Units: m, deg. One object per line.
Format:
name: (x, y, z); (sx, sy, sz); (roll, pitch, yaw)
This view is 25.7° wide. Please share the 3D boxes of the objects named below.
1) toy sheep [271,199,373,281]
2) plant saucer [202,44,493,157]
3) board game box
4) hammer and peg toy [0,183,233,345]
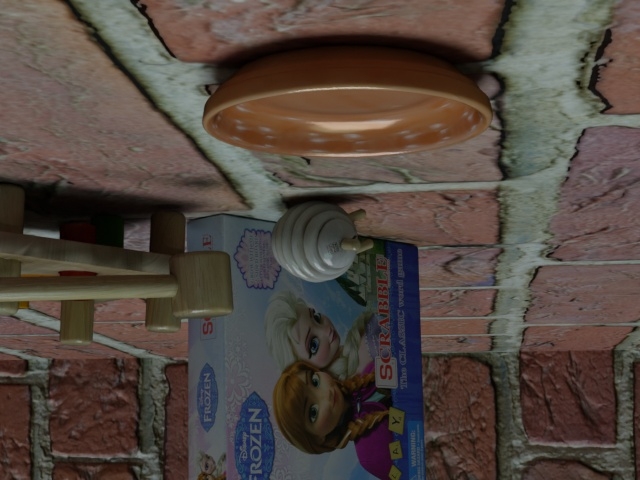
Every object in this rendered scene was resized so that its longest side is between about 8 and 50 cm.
toy sheep: (0.000, 0.000, 1.404); (0.091, 0.091, 0.132); (6, 174, -33)
plant saucer: (0.018, -0.095, 0.968); (0.200, 0.037, 0.200); (-1, 171, 0)
board game box: (-0.010, 0.147, 1.579); (0.318, 0.319, 0.066); (8, 166, -44)
hammer and peg toy: (-0.256, 0.022, 1.395); (0.266, 0.127, 0.361); (9, 167, -37)
